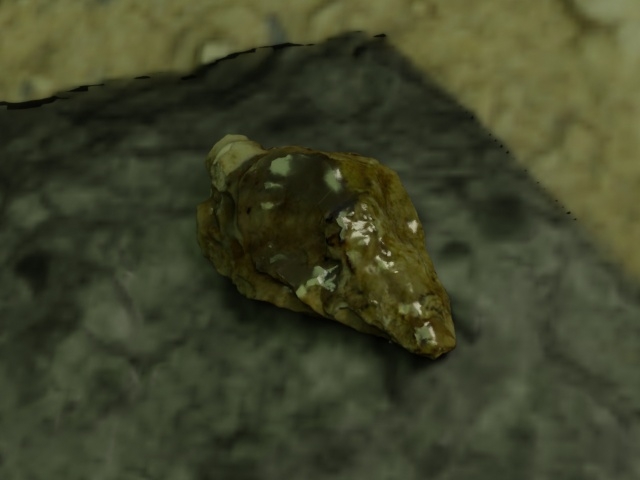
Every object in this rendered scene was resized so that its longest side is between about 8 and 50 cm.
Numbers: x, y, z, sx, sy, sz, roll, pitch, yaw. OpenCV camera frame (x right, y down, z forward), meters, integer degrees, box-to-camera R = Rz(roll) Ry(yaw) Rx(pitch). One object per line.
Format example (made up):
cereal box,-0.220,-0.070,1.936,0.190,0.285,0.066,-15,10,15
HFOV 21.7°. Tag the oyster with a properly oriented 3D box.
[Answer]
oyster,0.002,-0.003,0.481,0.093,0.034,0.051,17,81,20
